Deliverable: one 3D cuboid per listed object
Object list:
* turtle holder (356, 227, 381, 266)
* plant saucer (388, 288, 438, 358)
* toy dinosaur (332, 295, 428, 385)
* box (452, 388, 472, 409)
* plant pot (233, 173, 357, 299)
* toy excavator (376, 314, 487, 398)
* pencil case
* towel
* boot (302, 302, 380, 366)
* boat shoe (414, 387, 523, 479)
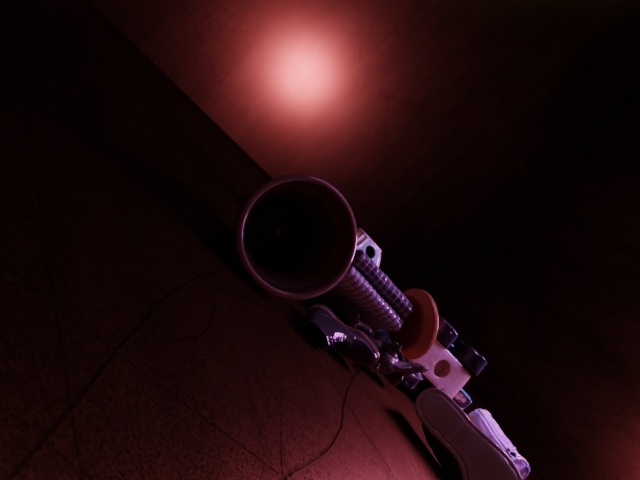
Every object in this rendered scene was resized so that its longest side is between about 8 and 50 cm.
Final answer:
[{"bbox_3d":[0.106,0.046,1.899,0.320,0.227,0.243,48,6,3],"label":"turtle holder"},{"bbox_3d":[0.251,0.233,1.285,0.037,0.200,0.200,14,22,-28],"label":"plant saucer"},{"bbox_3d":[0.129,0.280,1.198,0.313,0.121,0.160,35,-17,19],"label":"toy dinosaur"},{"bbox_3d":[0.440,0.530,1.693,0.244,0.100,0.060,48,7,8],"label":"box"},{"bbox_3d":[-0.077,-0.014,1.037,0.263,0.263,0.229,46,-11,-16],"label":"plant pot"},{"bbox_3d":[0.250,0.309,1.513,0.433,0.222,0.445,45,-8,-16],"label":"toy excavator"},{"bbox_3d":[0.611,0.717,1.594,0.273,0.113,0.124,-117,-175,-73],"label":"pencil case"},{"bbox_3d":[0.105,0.139,1.307,0.235,0.121,0.283,45,-20,-17],"label":"towel"},{"bbox_3d":[0.041,0.230,1.004,0.198,0.077,0.137,34,10,2],"label":"boot"},{"bbox_3d":[0.338,0.505,1.047,0.340,0.127,0.113,47,-18,23],"label":"boat shoe"}]
